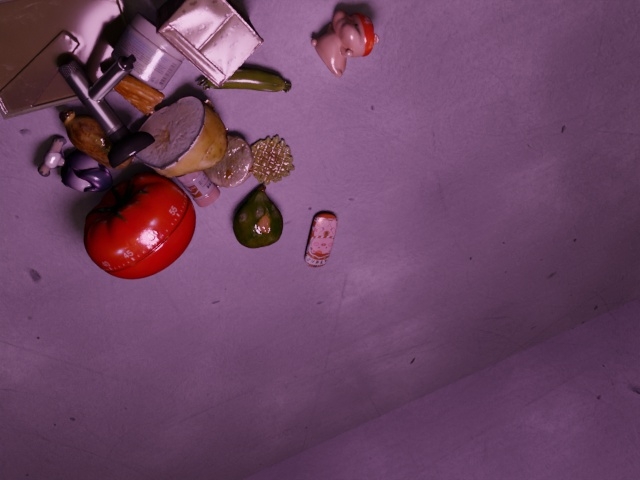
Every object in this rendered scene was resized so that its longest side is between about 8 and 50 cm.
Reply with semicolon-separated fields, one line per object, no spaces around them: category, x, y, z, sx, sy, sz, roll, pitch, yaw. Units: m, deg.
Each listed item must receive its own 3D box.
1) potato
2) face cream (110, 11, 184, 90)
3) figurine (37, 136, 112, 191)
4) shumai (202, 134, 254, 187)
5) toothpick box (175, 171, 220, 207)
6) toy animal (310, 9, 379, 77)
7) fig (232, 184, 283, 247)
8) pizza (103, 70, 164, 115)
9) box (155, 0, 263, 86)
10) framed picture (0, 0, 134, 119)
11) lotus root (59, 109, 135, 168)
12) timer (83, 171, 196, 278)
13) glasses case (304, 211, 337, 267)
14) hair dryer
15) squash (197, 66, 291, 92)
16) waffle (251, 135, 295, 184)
potato;-0.444;-0.318;1.721;0.300;0.246;0.196;-20;155;20
face cream;-0.501;-0.552;1.527;0.177;0.177;0.153;31;104;-32
figurine;-0.799;-0.239;1.721;0.222;0.145;0.145;25;114;-28
shumai;-0.320;-0.273;1.848;0.201;0.120;0.201;0;89;10
toothpick box;-0.442;-0.205;1.871;0.098;0.098;0.149;-29;126;5
toy animal;0.085;-0.645;1.681;0.198;0.171;0.171;-37;126;14
fig;-0.235;-0.090;1.988;0.196;0.195;0.244;-1;92;-16
pizza;-0.569;-0.461;1.617;0.201;0.193;0.053;23;74;-6
box;-0.321;-0.617;1.487;0.190;0.297;0.225;-41;125;14
framed picture;-0.767;-0.562;1.512;0.446;0.028;0.326;-19;130;-15
lotus root;-0.719;-0.330;1.670;0.260;0.145;0.128;37;73;-36
timer;-0.606;-0.044;1.761;0.378;0.378;0.279;-31;125;6
glasses case;0.000;0.000;2.170;0.103;0.067;0.266;2;123;-16
hair dryer;-0.597;-0.383;1.490;0.156;0.284;0.320;-44;118;-31
squash;-0.245;-0.532;1.716;0.319;0.080;0.071;-2;87;-17
waffle;-0.186;-0.295;1.924;0.169;0.036;0.183;-28;128;2
